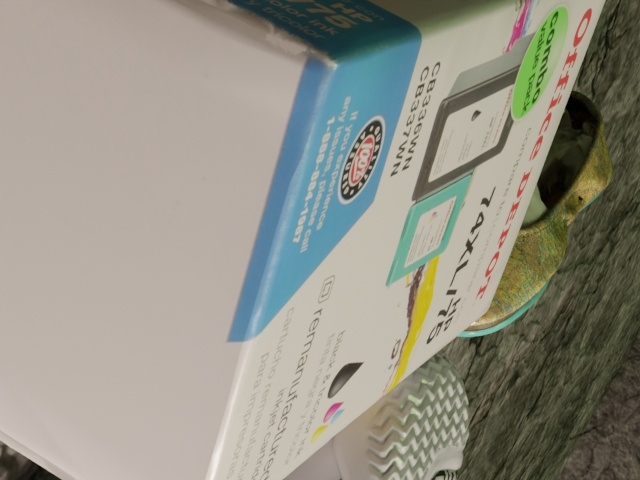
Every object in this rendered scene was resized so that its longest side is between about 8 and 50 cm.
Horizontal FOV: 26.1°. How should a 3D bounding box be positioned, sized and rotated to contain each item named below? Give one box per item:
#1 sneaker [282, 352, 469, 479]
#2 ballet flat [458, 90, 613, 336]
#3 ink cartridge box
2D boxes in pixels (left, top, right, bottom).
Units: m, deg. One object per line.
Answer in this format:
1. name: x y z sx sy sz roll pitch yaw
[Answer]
1. sneaker: -0.077 0.179 0.734 0.137 0.210 0.366 -18 135 -61
2. ballet flat: 0.163 -0.042 1.168 0.348 0.123 0.123 -42 151 -54
3. ink cartridge box: -0.034 -0.049 0.582 0.270 0.197 0.198 -30 142 -55
